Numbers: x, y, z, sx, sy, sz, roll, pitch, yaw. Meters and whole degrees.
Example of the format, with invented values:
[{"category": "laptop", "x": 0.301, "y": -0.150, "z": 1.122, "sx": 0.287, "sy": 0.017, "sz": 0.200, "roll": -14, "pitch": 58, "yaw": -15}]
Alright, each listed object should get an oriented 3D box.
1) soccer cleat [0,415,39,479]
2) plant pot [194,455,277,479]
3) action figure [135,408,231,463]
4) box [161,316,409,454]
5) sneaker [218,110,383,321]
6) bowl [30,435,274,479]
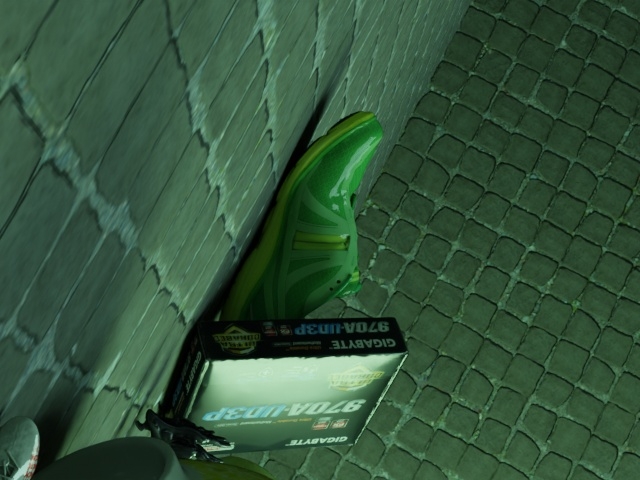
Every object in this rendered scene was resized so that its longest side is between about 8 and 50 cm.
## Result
[{"category": "soccer cleat", "x": -0.171, "y": 0.129, "z": 0.652, "sx": 0.083, "sy": 0.029, "sz": 0.035, "roll": -58, "pitch": -179, "yaw": 3}, {"category": "plant pot", "x": -0.146, "y": 0.438, "z": 1.725, "sx": 0.254, "sy": 0.276, "sz": 0.276, "roll": -79, "pitch": -167, "yaw": -60}, {"category": "action figure", "x": -0.166, "y": 0.302, "z": 1.139, "sx": 0.275, "sy": 0.141, "sz": 0.164, "roll": -64, "pitch": -172, "yaw": 1}, {"category": "box", "x": -0.040, "y": 0.151, "z": 1.307, "sx": 0.175, "sy": 0.220, "sz": 0.051, "roll": 115, "pitch": -34, "yaw": -43}, {"category": "sneaker", "x": 0.000, "y": 0.000, "z": 1.339, "sx": 0.295, "sy": 0.123, "sz": 0.109, "roll": -64, "pitch": 176, "yaw": 13}, {"category": "bowl", "x": -0.118, "y": 0.217, "z": 0.783, "sx": 0.289, "sy": 0.289, "sz": 0.156, "roll": -56, "pitch": 130, "yaw": -60}]
